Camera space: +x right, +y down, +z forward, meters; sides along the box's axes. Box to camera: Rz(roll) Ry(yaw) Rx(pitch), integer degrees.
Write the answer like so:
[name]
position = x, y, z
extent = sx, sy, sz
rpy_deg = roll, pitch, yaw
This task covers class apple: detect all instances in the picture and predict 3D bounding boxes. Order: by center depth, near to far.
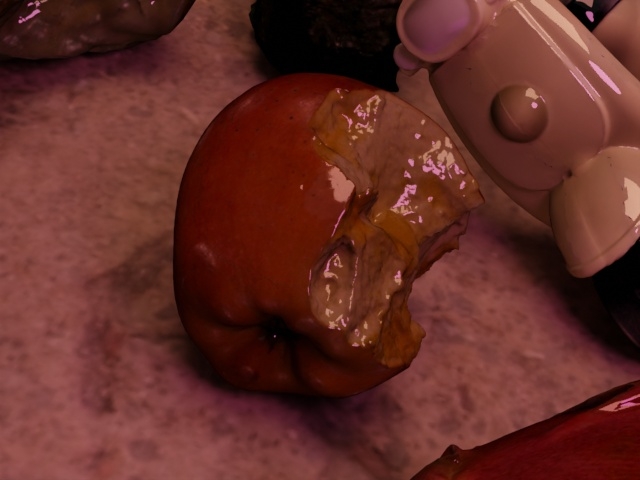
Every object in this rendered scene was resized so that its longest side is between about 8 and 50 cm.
[apple]
position = -0.008, 0.001, 0.805
extent = 0.147, 0.156, 0.158
rpy_deg = 16, 47, 29

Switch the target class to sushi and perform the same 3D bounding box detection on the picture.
[sushi]
position = 0.020, -0.197, 1.069
extent = 0.124, 0.127, 0.225
rpy_deg = 11, 45, -4

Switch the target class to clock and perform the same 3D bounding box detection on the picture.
[clock]
position = 0.179, -0.111, 0.980
extent = 0.276, 0.120, 0.379
rpy_deg = 40, 35, -13

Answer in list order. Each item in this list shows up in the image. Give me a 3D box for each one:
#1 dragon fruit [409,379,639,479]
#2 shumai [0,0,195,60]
[dragon fruit]
position = 0.123, 0.172, 0.545
extent = 0.315, 0.250, 0.250
rpy_deg = 23, 36, 38
[shumai]
position = -0.217, -0.163, 0.977
extent = 0.272, 0.203, 0.222
rpy_deg = -29, 44, 3
